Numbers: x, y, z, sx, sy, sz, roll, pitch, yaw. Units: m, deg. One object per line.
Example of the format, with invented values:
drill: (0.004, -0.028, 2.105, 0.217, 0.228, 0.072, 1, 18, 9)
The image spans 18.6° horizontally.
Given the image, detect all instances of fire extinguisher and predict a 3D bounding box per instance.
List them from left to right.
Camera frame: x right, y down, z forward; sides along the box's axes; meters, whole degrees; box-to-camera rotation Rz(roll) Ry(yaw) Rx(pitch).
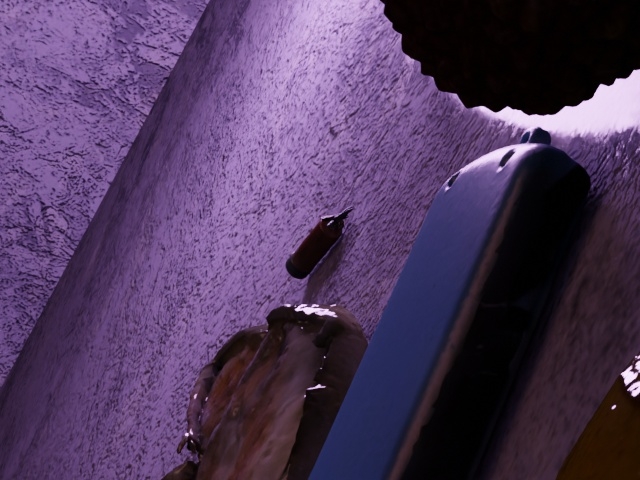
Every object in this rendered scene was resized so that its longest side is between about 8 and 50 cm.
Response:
fire extinguisher: (0.000, 0.000, 1.593, 0.028, 0.022, 0.083, -34, -12, -43)

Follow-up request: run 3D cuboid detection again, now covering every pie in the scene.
pie: (-0.064, 0.187, 1.367, 0.337, 0.075, 0.337, -53, 20, 28)

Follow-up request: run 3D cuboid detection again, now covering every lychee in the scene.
lychee: (0.119, -0.196, 1.027, 0.236, 0.236, 0.271, -91, 10, -64)

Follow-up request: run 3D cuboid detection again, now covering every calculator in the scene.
calculator: (0.068, 0.065, 1.113, 0.293, 0.051, 0.173, -66, 11, -11)

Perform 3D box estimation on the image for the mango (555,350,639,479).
mango: (0.119, 0.144, 0.578, 0.167, 0.130, 0.262, 129, 158, -64)
